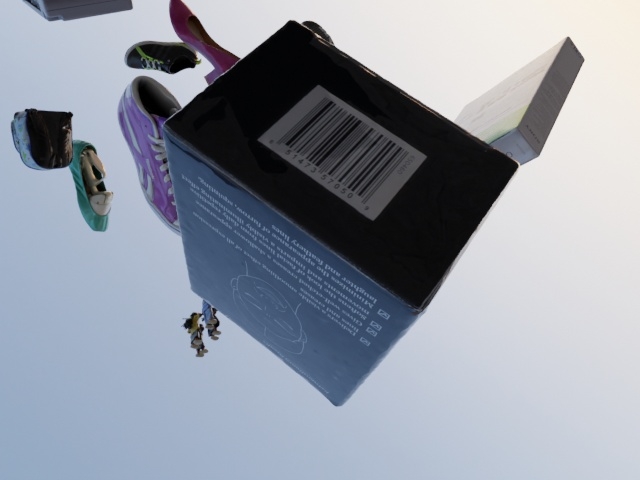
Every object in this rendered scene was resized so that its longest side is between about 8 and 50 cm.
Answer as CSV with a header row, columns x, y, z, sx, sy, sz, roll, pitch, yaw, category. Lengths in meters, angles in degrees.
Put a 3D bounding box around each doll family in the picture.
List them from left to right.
x,y,z,sx,sy,sz,roll,pitch,yaw,category
-0.300,0.205,1.390,0.076,0.193,0.111,21,-144,-34,doll family

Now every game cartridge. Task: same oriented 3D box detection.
x,y,z,sx,sy,sz,roll,pitch,yaw,category
-0.521,-0.532,1.165,0.196,0.060,0.294,-20,-141,-30,game cartridge

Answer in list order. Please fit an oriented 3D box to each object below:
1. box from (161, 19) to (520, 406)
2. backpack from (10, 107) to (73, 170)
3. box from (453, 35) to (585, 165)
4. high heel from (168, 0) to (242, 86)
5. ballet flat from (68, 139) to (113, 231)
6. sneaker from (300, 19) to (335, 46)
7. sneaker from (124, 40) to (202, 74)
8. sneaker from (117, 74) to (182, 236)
x,y,z,sx,sy,sz,roll,pitch,yaw,category
0.000,0.000,0.681,0.293,0.395,0.212,36,-118,10,box
-0.546,-0.196,1.071,0.105,0.084,0.115,-14,-79,-57,backpack
0.286,-0.187,0.890,0.058,0.232,0.322,48,-129,-9,box
-0.254,-0.466,1.240,0.082,0.117,0.244,-27,-88,-56,high heel
-0.581,-0.137,1.389,0.083,0.087,0.248,-40,-59,-58,ballet flat
0.002,-0.447,1.403,0.234,0.078,0.106,63,-143,-29,sneaker
-0.490,-0.563,1.686,0.234,0.084,0.097,-11,-124,-8,sneaker
-0.251,-0.134,0.902,0.102,0.161,0.282,-32,-83,-28,sneaker
